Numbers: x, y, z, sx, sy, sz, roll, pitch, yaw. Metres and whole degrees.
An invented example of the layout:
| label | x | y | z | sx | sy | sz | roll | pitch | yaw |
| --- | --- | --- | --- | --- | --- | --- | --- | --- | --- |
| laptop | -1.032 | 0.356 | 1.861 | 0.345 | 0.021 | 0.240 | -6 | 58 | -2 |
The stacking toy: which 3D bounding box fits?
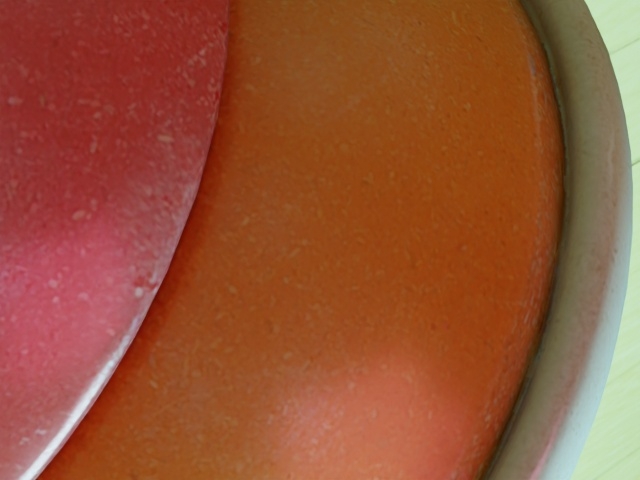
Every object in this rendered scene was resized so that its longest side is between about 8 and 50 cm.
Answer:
| label | x | y | z | sx | sy | sz | roll | pitch | yaw |
| --- | --- | --- | --- | --- | --- | --- | --- | --- | --- |
| stacking toy | -0.169 | -0.048 | 0.560 | 0.480 | 0.350 | 0.351 | 30 | 96 | -39 |
